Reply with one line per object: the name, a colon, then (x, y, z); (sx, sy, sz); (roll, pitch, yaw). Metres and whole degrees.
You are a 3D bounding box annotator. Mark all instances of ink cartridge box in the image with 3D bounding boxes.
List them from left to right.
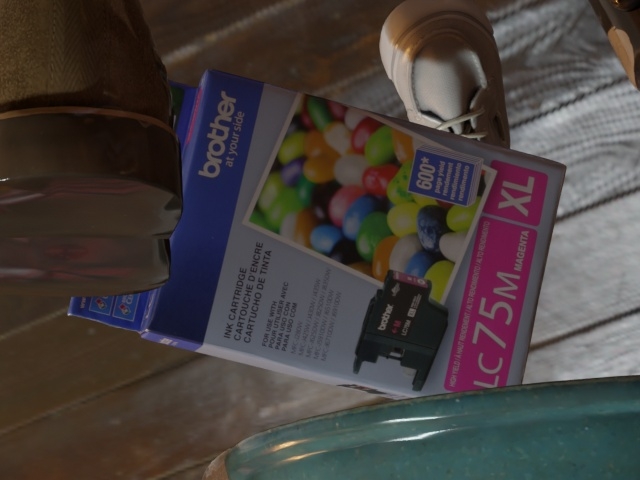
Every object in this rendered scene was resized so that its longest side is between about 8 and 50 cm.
ink cartridge box: (0.000, 0.000, 1.059); (0.311, 0.065, 0.186); (14, 81, -7)

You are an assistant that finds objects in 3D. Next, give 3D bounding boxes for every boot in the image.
boot: (-0.114, -0.040, 0.640); (0.305, 0.112, 0.115); (142, 125, -68)
boot: (0.124, -0.086, 1.255); (0.095, 0.258, 0.123); (-25, 58, 6)

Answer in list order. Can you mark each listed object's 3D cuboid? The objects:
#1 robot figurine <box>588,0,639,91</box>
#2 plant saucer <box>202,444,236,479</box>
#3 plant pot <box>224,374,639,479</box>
robot figurine: (0.335, -0.246, 1.435); (0.173, 0.209, 0.278); (-24, 71, 4)
plant saucer: (0.046, 0.254, 1.361); (0.310, 0.310, 0.050); (-12, 50, 27)
plant pot: (0.130, 0.258, 0.721); (0.341, 0.341, 0.334); (-11, 73, 27)
